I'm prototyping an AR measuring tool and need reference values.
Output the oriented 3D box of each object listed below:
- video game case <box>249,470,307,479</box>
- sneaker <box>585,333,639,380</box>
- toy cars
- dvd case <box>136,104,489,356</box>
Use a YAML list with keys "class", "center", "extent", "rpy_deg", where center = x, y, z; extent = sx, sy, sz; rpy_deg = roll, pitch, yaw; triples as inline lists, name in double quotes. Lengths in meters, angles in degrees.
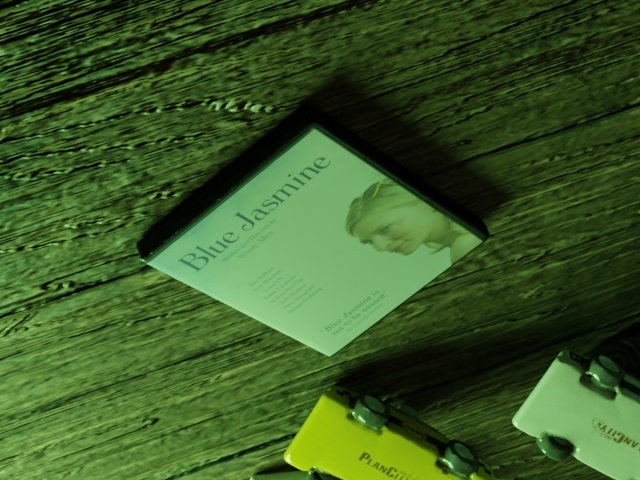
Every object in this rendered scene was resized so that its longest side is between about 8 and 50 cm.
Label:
- class: "video game case"
  center: [0.016, 0.303, 1.801]
  extent: [0.212, 0.023, 0.193]
  rpy_deg: [-2, 119, -26]
- class: "sneaker"
  center: [0.338, 0.133, 1.760]
  extent: [0.227, 0.087, 0.130]
  rpy_deg: [-29, 137, -1]
- class: "toy cars"
  center: [0.167, 0.177, 1.676]
  extent: [0.393, 0.087, 0.177]
  rpy_deg: [-9, 114, 6]
- class: "dvd case"
  center: [0.000, 0.000, 1.467]
  extent: [0.180, 0.022, 0.253]
  rpy_deg: [-38, 141, 19]
